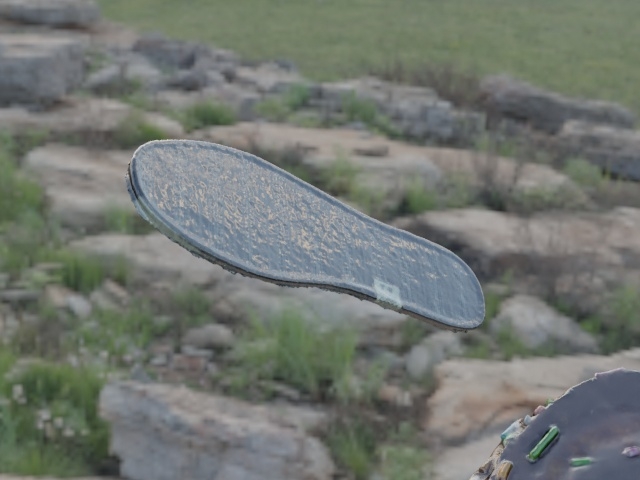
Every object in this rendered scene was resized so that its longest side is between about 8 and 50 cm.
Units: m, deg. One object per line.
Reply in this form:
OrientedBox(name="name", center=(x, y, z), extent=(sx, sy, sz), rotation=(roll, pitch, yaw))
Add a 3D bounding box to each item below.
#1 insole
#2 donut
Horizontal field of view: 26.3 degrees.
OrientedBox(name="insole", center=(0.000, 0.000, 0.933), extent=(0.309, 0.012, 0.110), rotation=(23, 42, -33))
OrientedBox(name="donut", center=(0.203, 0.184, 0.810), extent=(0.235, 0.089, 0.235), rotation=(-6, 40, 5))
